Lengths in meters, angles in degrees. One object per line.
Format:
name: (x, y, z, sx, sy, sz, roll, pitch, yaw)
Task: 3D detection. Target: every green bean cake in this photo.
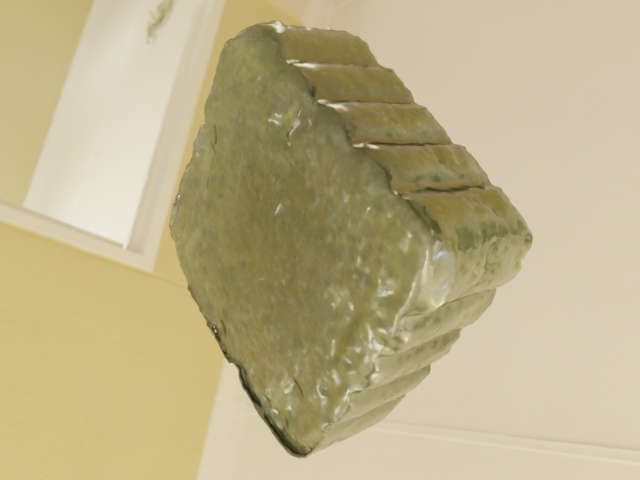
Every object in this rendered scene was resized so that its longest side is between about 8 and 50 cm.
green bean cake: (0.000, 0.000, 0.407, 0.183, 0.094, 0.185, 52, -49, 27)
